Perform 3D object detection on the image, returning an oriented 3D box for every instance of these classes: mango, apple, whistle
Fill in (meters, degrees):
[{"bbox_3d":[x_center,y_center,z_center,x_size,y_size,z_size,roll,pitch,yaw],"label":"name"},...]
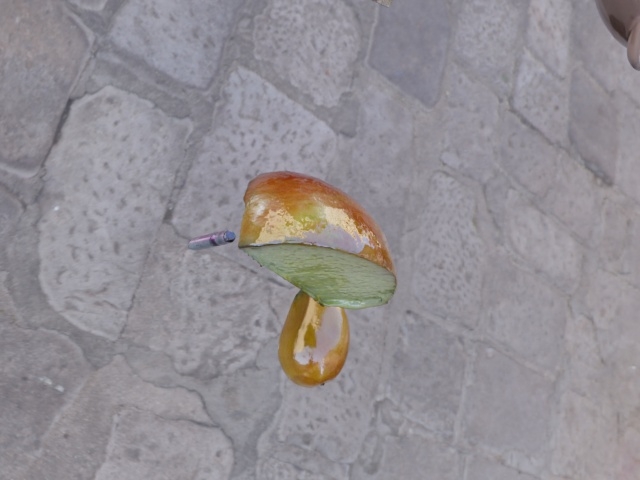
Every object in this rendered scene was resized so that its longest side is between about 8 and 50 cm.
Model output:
[{"bbox_3d":[-0.007,0.200,1.327,0.152,0.120,0.221,30,58,-21],"label":"mango"},{"bbox_3d":[0.000,0.000,1.018,0.179,0.254,0.346,-57,146,-4],"label":"apple"},{"bbox_3d":[-0.242,0.000,1.401,0.033,0.177,0.033,6,80,-36],"label":"whistle"}]

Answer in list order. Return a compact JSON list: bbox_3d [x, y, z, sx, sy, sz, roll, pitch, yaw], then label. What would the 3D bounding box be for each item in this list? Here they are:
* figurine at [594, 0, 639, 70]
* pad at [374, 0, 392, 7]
[{"bbox_3d":[0.253,-0.185,0.436,0.138,0.125,0.125,-17,94,-24],"label":"figurine"},{"bbox_3d":[0.002,-0.418,0.702,0.330,0.004,0.219,5,109,-40],"label":"pad"}]
